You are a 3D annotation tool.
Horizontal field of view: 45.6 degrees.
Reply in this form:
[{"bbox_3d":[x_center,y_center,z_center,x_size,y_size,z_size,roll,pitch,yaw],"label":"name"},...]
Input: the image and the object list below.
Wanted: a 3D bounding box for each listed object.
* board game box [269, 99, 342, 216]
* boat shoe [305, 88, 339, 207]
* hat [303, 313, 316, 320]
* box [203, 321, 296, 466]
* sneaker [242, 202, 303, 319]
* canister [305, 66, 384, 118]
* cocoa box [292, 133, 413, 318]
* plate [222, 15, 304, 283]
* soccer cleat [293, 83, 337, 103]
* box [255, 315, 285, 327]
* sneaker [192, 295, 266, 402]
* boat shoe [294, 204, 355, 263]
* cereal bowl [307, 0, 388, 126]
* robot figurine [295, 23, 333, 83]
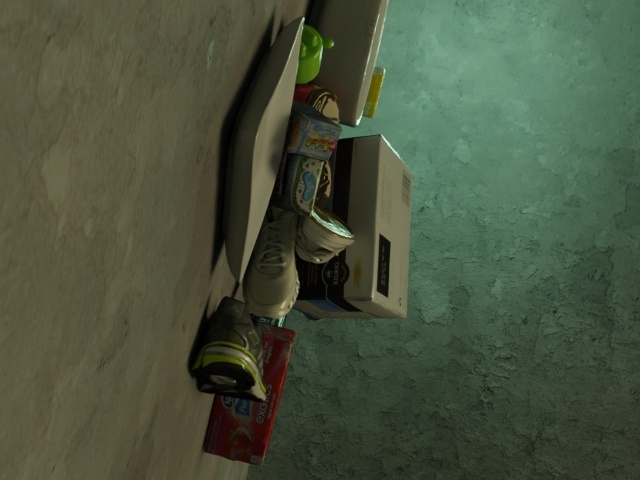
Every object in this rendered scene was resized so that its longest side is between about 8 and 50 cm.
[{"bbox_3d":[-0.035,-0.142,1.254,0.194,0.060,0.194,-162,-96,-69],"label":"board game box"},{"bbox_3d":[-0.019,-0.174,1.418,0.073,0.080,0.224,29,-58,51],"label":"boat shoe"},{"bbox_3d":[-0.063,0.040,1.858,0.331,0.133,0.332,1,90,-75],"label":"hat"},{"bbox_3d":[-0.138,0.298,1.519,0.128,0.122,0.257,-59,163,-84],"label":"box"},{"bbox_3d":[-0.088,0.010,1.417,0.118,0.109,0.292,90,4,-52],"label":"sneaker"},{"bbox_3d":[0.053,-0.359,1.758,0.073,0.169,0.126,111,-6,-79],"label":"canister"},{"bbox_3d":[0.052,-0.018,1.631,0.231,0.227,0.348,33,57,-61],"label":"cocoa box"},{"bbox_3d":[-0.085,-0.127,1.050,0.278,0.045,0.277,102,1,-47],"label":"plate"},{"bbox_3d":[-0.035,-0.187,1.493,0.083,0.095,0.248,-74,177,-58],"label":"soccer cleat"},{"bbox_3d":[-0.160,0.328,1.951,0.242,0.076,0.308,-73,176,-67],"label":"box"},{"bbox_3d":[-0.128,0.177,1.184,0.300,0.111,0.121,106,-6,-69],"label":"sneaker"},{"bbox_3d":[0.000,0.000,1.371,0.096,0.098,0.277,-48,174,5],"label":"boat shoe"},{"bbox_3d":[0.048,-0.412,1.564,0.339,0.141,0.339,13,90,-88],"label":"cereal bowl"},{"bbox_3d":[-0.031,-0.287,1.174,0.101,0.067,0.115,-47,171,-14],"label":"robot figurine"}]
